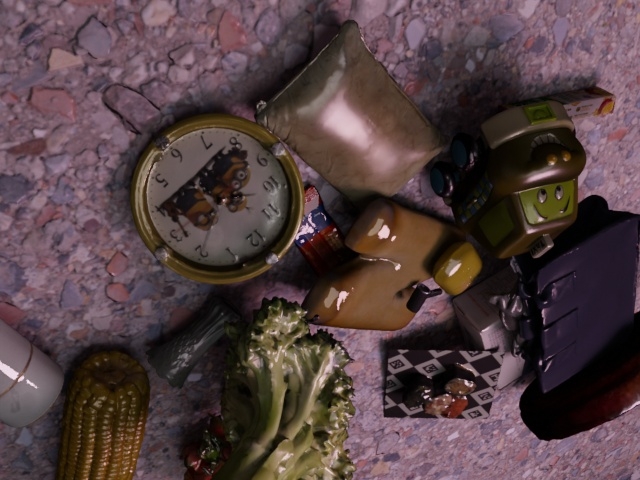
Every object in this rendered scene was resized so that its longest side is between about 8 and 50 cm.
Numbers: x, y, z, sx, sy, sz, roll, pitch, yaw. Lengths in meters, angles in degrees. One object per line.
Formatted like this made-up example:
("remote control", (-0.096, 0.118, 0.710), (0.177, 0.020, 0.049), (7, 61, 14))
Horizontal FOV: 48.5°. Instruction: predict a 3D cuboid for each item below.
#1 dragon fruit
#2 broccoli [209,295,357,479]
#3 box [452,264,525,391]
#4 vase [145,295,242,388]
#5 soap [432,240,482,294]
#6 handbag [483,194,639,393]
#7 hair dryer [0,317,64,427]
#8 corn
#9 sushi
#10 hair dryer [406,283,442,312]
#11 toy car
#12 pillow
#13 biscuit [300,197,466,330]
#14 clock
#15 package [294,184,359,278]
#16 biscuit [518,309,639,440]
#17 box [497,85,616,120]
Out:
("dragon fruit", (-0.180, 0.386, 1.245), (0.135, 0.137, 0.236), (-29, 130, -15))
("broccoli", (-0.077, 0.333, 1.056), (0.275, 0.397, 0.353), (-23, 135, 33))
("box", (0.428, 0.134, 1.412), (0.299, 0.106, 0.200), (-31, 132, -7))
("vase", (-0.192, 0.154, 1.113), (0.149, 0.081, 0.081), (-43, 132, 2))
("soap", (0.234, 0.049, 1.203), (0.089, 0.045, 0.140), (-46, 151, 4))
("handbag", (0.426, 0.103, 1.247), (0.269, 0.118, 0.325), (-29, 129, -17))
("hair dryer", (-0.552, 0.233, 0.970), (0.357, 0.107, 0.173), (-31, 129, 3))
("corn", (-0.350, 0.332, 1.122), (0.131, 0.131, 0.344), (1, 124, -29))
("sushi", (0.239, 0.305, 1.394), (0.220, 0.047, 0.231), (0, 133, 2))
("hair dryer", (0.183, 0.094, 1.219), (0.083, 0.026, 0.047), (-11, 136, -50))
("toy car", (0.305, -0.073, 1.089), (0.204, 0.198, 0.248), (-13, 158, -19))
("pillow", (0.055, -0.160, 1.018), (0.185, 0.075, 0.302), (-44, 135, 9))
("biscuit", (0.113, 0.054, 1.179), (0.291, 0.062, 0.237), (15, 114, -52))
("clock", (-0.138, -0.057, 0.969), (0.237, 0.057, 0.237), (-1, 104, -4))
("package", (0.000, 0.000, 1.139), (0.083, 0.022, 0.200), (-37, 131, -1))
("biscuit", (0.579, 0.257, 1.456), (0.407, 0.091, 0.407), (-36, 175, -4))
("box", (0.391, -0.216, 1.177), (0.207, 0.050, 0.041), (-13, 126, -20))
